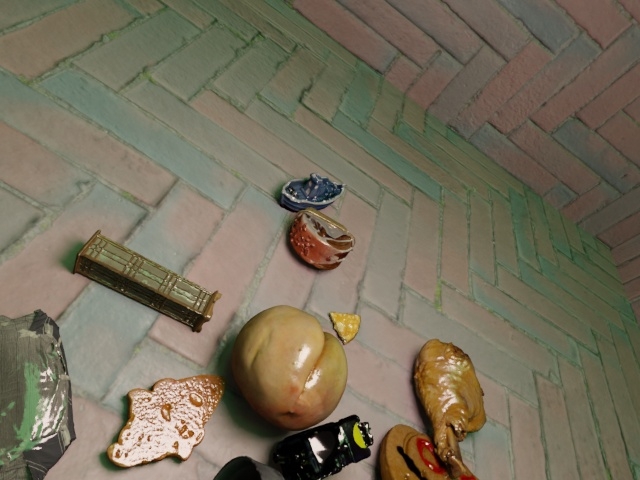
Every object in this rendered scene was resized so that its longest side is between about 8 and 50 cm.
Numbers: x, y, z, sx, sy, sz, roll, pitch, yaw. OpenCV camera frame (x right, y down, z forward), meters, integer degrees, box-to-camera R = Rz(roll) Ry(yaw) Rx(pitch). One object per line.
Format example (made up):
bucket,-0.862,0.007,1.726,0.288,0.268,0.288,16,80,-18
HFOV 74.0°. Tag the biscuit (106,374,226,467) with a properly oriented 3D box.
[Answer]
biscuit,-0.314,0.369,0.899,0.183,0.043,0.280,54,38,6

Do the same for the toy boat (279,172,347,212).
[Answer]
toy boat,-0.020,-0.179,1.504,0.309,0.142,0.129,-13,63,-42

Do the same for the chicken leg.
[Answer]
chicken leg,0.398,0.495,1.233,0.295,0.182,0.409,51,25,-20

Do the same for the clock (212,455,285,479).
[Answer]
clock,-0.148,0.529,0.689,0.066,0.319,0.318,29,43,-21

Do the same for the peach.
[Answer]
peach,-0.071,0.298,0.993,0.292,0.248,0.292,50,22,-28

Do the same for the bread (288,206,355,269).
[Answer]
bread,0.000,0.000,1.386,0.224,0.142,0.211,29,29,-15

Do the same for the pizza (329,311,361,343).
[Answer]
pizza,0.070,0.252,1.305,0.109,0.026,0.123,39,44,-1

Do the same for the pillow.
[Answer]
pillow,-0.540,0.279,0.759,0.162,0.092,0.334,-6,61,-34

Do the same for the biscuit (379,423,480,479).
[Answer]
biscuit,0.315,0.625,1.091,0.368,0.063,0.314,37,25,2

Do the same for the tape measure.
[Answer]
tape measure,-0.002,0.474,0.949,0.199,0.186,0.112,5,59,-40

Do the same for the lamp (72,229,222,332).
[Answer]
lamp,-0.407,0.101,1.013,0.326,0.090,0.089,31,42,-15
